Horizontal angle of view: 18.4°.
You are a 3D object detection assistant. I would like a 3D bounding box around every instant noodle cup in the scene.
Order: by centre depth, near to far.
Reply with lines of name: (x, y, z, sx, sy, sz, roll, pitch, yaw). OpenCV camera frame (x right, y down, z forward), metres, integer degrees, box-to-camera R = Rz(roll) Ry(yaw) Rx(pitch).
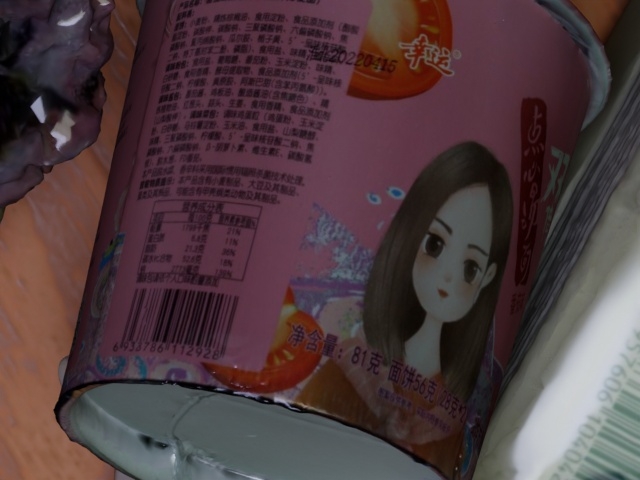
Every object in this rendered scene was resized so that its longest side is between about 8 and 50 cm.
instant noodle cup: (0.000, 0.000, 0.932, 0.243, 0.243, 0.231, 18, 67, -10)

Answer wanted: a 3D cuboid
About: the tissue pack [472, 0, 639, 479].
tissue pack: (0.258, 0.020, 1.029, 0.297, 0.207, 0.380, 30, 92, -10)

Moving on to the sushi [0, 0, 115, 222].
sushi: (-0.224, -0.080, 0.942, 0.270, 0.171, 0.236, -25, 127, -8)

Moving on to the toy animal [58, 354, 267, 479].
toy animal: (-0.050, 0.151, 1.034, 0.140, 0.138, 0.282, -11, 105, -41)
